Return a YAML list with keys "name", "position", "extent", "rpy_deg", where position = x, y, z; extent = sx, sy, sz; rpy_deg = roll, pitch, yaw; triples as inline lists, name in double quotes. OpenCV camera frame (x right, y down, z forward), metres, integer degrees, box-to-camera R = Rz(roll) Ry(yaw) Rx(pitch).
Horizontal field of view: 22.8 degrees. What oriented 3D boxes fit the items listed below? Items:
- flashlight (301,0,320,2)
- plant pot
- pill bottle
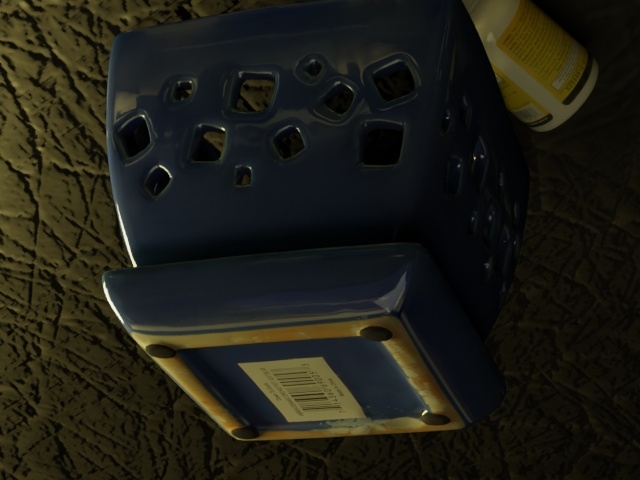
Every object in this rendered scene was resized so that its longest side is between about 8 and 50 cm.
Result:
- name: "flashlight"
  position: [-0.100, -0.229, 0.967]
  extent: [0.304, 0.103, 0.103]
  rpy_deg: [18, 129, -9]
- name: "plant pot"
  position: [0.000, 0.000, 1.013]
  extent: [0.236, 0.212, 0.236]
  rpy_deg: [-6, 149, 19]
- name: "pill bottle"
  position: [0.122, -0.129, 1.043]
  extent: [0.116, 0.065, 0.065]
  rpy_deg: [37, 123, -22]
